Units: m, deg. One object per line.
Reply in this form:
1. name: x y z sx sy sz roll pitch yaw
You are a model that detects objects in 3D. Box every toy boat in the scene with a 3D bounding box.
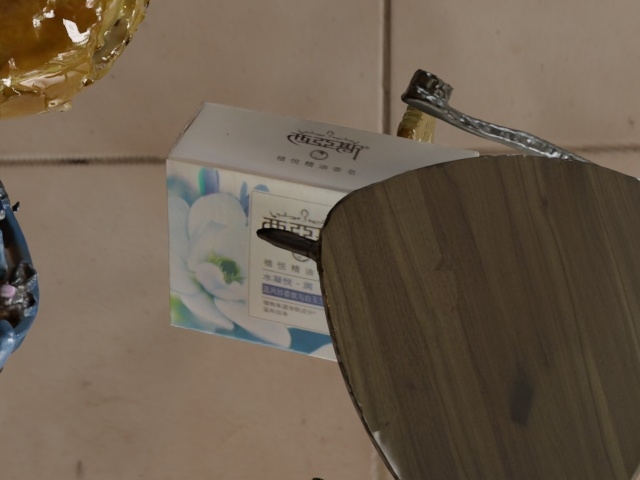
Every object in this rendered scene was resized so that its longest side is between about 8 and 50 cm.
1. toy boat: -0.255 0.001 0.953 0.100 0.097 0.223 -2 43 -32

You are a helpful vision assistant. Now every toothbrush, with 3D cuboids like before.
1. toothbrush: 0.193 -0.077 1.128 0.297 0.030 0.031 22 89 -27

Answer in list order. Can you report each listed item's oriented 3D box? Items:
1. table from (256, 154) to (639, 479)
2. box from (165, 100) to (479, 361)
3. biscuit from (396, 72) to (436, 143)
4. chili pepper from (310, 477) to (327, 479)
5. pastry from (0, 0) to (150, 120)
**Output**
1. table: 0.119 0.068 1.060 0.317 0.249 0.317 1 88 -22
2. box: -0.001 0.001 1.243 0.274 0.203 0.116 12 37 10
3. biscuit: 0.096 -0.033 1.389 0.029 0.172 0.255 8 120 9
4. chili pepper: -0.013 0.255 1.102 0.055 0.035 0.118 39 109 22
5. pastry: -0.273 -0.218 0.940 0.255 0.162 0.311 -38 96 -28
